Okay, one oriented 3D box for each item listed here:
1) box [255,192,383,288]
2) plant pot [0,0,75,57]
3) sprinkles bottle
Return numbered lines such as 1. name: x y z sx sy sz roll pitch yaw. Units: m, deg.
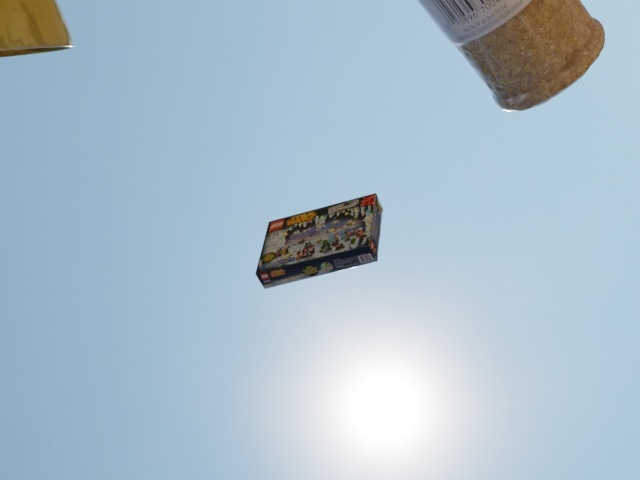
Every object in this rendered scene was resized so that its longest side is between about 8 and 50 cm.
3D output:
1. box: 0.000 0.000 1.015 0.094 0.137 0.027 -80 -31 -51
2. plant pot: -0.325 -0.237 0.925 0.134 0.134 0.095 -17 -74 -45
3. sprinkles bottle: 0.106 -0.278 0.799 0.355 0.121 0.121 47 -143 -20
